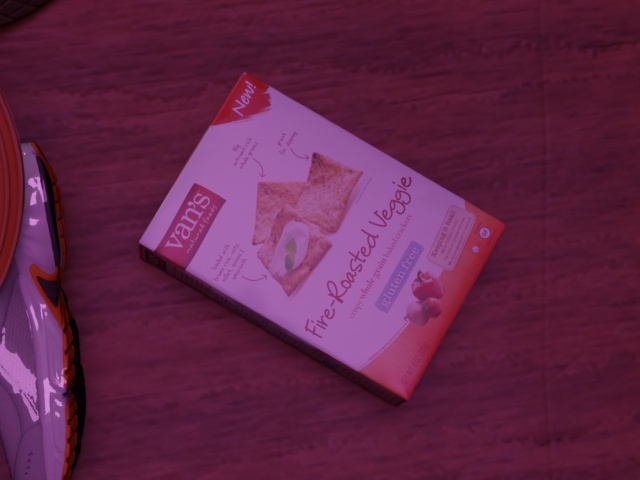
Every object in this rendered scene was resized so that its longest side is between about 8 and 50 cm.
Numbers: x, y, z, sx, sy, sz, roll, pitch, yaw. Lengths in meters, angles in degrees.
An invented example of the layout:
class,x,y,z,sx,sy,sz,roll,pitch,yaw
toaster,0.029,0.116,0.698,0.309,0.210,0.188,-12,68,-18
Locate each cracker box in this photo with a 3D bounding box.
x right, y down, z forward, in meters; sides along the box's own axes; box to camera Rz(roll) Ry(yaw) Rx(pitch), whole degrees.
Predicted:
class,x,y,z,sx,sy,sz,roll,pitch,yaw
cracker box,0.000,0.000,1.230,0.232,0.067,0.155,30,78,1

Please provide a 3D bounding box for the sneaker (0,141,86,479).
class,x,y,z,sx,sy,sz,roll,pitch,yaw
sneaker,-0.238,0.065,1.174,0.121,0.099,0.262,-6,91,-2

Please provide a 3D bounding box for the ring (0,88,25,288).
class,x,y,z,sx,sy,sz,roll,pitch,yaw
ring,-0.356,-0.022,1.038,0.337,0.032,0.336,-10,116,-21

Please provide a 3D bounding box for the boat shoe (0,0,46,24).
class,x,y,z,sx,sy,sz,roll,pitch,yaw
boat shoe,-0.219,-0.233,1.260,0.178,0.064,0.060,-44,56,-12
